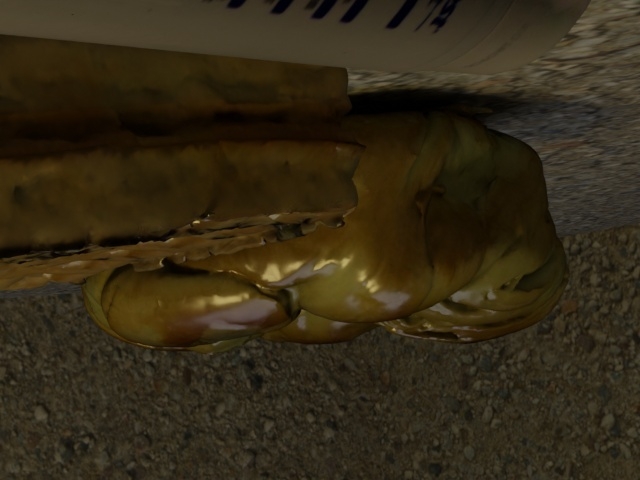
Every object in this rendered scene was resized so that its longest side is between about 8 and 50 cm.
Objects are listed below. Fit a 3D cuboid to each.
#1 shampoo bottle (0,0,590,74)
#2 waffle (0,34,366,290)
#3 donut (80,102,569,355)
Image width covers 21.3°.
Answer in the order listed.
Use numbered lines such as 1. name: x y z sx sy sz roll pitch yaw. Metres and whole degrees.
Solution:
1. shampoo bottle: -0.007 -0.095 0.472 0.092 0.092 0.303 -10 175 39
2. waffle: -0.174 -0.027 0.939 0.261 0.114 0.376 -3 174 -36
3. donut: 0.000 0.000 1.235 0.360 0.170 0.360 -5 177 0
